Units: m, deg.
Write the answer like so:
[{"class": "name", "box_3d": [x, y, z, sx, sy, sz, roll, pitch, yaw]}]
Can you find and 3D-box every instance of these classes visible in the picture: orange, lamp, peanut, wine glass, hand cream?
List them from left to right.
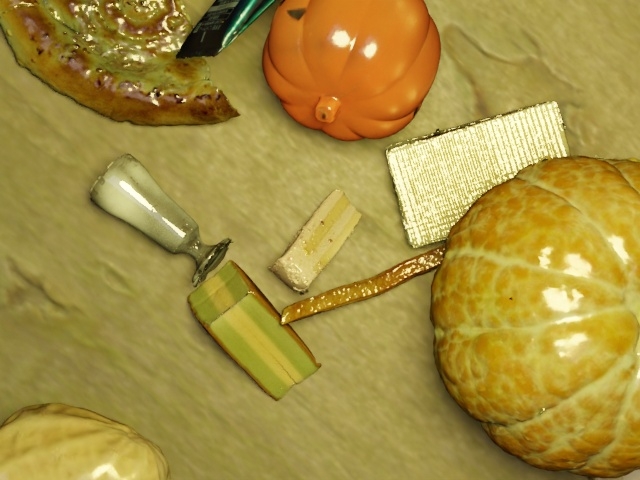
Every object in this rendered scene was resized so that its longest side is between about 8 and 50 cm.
[{"class": "peanut", "box_3d": [-0.321, 0.255, 1.298, 0.313, 0.152, 0.152, -9, 90, 4]}, {"class": "wine glass", "box_3d": [-0.176, -0.022, 1.331, 0.155, 0.072, 0.072, 40, 91, 2]}, {"class": "hand cream", "box_3d": [-0.051, -0.295, 1.292, 0.270, 0.120, 0.061, -50, 116, -14]}, {"class": "lamp", "box_3d": [0.030, -0.188, 1.265, 0.188, 0.187, 0.164, 23, 59, 1]}, {"class": "orange", "box_3d": [0.271, 0.073, 1.218, 0.329, 0.249, 0.329, 3, 81, -21]}]

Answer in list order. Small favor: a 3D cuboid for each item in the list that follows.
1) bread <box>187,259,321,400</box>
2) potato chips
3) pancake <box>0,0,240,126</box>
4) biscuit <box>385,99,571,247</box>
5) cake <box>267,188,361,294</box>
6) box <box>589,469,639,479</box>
[{"class": "bread", "box_3d": [-0.074, 0.103, 1.358, 0.074, 0.084, 0.139, -41, 120, 0]}, {"class": "potato chips", "box_3d": [0.047, 0.052, 1.333, 0.204, 0.037, 0.026, -20, 79, -12]}, {"class": "pancake", "box_3d": [-0.240, -0.248, 1.341, 0.376, 0.054, 0.197, 32, 90, 0]}, {"class": "biscuit", "box_3d": [0.179, -0.074, 1.341, 0.199, 0.040, 0.121, -15, 93, 1]}, {"class": "cake", "box_3d": [0.000, 0.000, 1.337, 0.052, 0.065, 0.121, 40, 84, -2]}, {"class": "box", "box_3d": [0.483, 0.271, 1.328, 0.365, 0.051, 0.204, -7, 89, 1]}]
